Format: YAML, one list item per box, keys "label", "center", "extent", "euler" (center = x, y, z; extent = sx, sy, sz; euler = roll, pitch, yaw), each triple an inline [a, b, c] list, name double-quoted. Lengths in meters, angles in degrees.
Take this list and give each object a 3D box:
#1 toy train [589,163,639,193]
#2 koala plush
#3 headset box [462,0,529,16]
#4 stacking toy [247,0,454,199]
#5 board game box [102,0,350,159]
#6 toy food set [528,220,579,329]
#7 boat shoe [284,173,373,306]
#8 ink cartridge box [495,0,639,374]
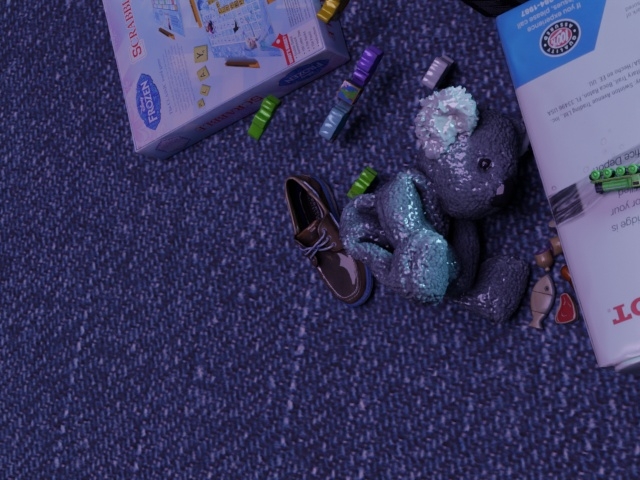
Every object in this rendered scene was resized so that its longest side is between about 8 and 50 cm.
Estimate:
- label: "toy train"
  center: [0.294, -0.060, 1.255]
  extent: [0.083, 0.017, 0.023]
  euler: [-9, 87, 34]
- label: "koala plush"
  center: [0.141, -0.055, 1.460]
  extent: [0.203, 0.196, 0.221]
  euler: [36, 106, 43]
- label: "headset box"
  center: [0.208, -0.334, 1.398]
  extent: [0.218, 0.293, 0.110]
  euler: [1, 82, 34]
- label: "stacking toy"
  center: [0.036, -0.175, 1.598]
  extent: [0.167, 0.052, 0.221]
  euler: [35, 108, 7]
- label: "board game box"
  center: [-0.141, -0.315, 1.762]
  extent: [0.318, 0.066, 0.318]
  euler: [-24, 69, 28]
- label: "toy food set"
  center: [0.267, 0.038, 1.455]
  extent: [0.078, 0.019, 0.122]
  euler: [3, 83, 34]
- label: "boat shoe"
  center: [0.000, 0.000, 1.610]
  extent: [0.066, 0.066, 0.183]
  euler: [-39, 62, 22]
- label: "ink cartridge box"
  center: [0.377, -0.090, 1.317]
  extent: [0.285, 0.166, 0.394]
  euler: [-23, 69, 29]
